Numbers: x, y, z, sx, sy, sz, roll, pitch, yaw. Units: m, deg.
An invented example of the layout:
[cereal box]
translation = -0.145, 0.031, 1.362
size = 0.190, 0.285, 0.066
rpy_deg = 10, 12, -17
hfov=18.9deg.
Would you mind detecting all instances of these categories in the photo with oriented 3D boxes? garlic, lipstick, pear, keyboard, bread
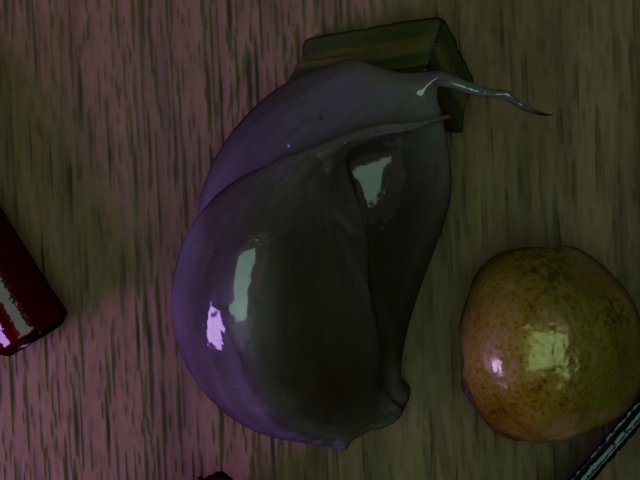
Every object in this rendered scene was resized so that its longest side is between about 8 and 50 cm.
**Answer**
[garlic]
translation = 0.000, 0.000, 1.606
size = 0.246, 0.231, 0.340
rpy_deg = 29, 109, 10
[lipstick]
translation = -0.314, -0.013, 1.705
size = 0.080, 0.080, 0.241
rpy_deg = -31, 91, 2
[pear]
translation = 0.192, 0.086, 1.649
size = 0.178, 0.178, 0.178
rpy_deg = 0, 92, 2
[keyboard]
translation = 0.247, 0.186, 1.685
size = 0.018, 0.101, 0.310
rpy_deg = 41, 92, 9
[bread]
translation = 0.053, -0.139, 1.703
size = 0.139, 0.084, 0.074
rpy_deg = -7, 47, 25

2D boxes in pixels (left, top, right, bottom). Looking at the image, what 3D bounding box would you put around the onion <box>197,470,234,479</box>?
[onion]
translation = -0.075, 0.338, 1.636
size = 0.216, 0.206, 0.207
rpy_deg = 31, 99, 14
